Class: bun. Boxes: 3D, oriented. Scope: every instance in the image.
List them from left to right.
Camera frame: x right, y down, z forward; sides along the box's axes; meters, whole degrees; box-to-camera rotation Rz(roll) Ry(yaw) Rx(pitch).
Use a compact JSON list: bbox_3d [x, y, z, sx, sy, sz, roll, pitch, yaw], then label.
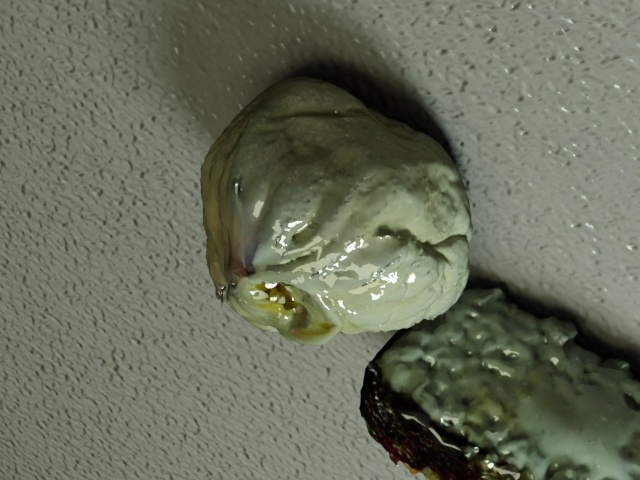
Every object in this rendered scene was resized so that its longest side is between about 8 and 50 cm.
[{"bbox_3d":[-0.003,-0.012,1.774,0.282,0.205,0.281,20,137,21],"label":"bun"}]

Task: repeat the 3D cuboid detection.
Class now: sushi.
[{"bbox_3d":[0.209,0.185,1.849,0.343,0.196,0.182,31,160,16],"label":"sushi"}]
